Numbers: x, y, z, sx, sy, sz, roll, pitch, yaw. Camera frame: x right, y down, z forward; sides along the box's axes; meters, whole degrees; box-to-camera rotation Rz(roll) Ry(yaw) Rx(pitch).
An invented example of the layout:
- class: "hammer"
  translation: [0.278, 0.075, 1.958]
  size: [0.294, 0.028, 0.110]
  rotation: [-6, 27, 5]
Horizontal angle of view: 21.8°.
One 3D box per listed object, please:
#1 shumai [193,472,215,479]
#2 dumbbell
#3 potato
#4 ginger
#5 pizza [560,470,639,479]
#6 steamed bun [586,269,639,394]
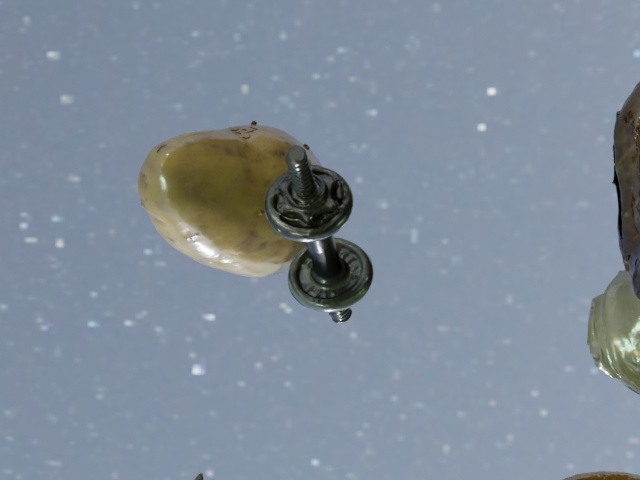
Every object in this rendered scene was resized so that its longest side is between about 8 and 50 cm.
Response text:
- class: "shumai"
  translation: [-0.050, 0.262, 1.392]
  size: [0.166, 0.175, 0.206]
  rotation: [-20, -31, -52]
- class: "dumbbell"
  translation: [0.000, 0.000, 1.493]
  size: [0.254, 0.081, 0.081]
  rotation: [74, -145, -54]
- class: "potato"
  translation: [-0.087, -0.041, 1.631]
  size: [0.235, 0.128, 0.161]
  rotation: [-6, -51, -40]
- class: "ginger"
  translation: [0.385, -0.057, 1.875]
  size: [0.107, 0.133, 0.309]
  rotation: [10, -112, -13]
- class: "pizza"
  translation: [0.458, 0.442, 2.456]
  size: [0.289, 0.229, 0.081]
  rotation: [3, -51, -27]
- class: "steamed bun"
  translation: [0.462, 0.139, 2.444]
  size: [0.218, 0.144, 0.211]
  rotation: [-79, -18, -78]
